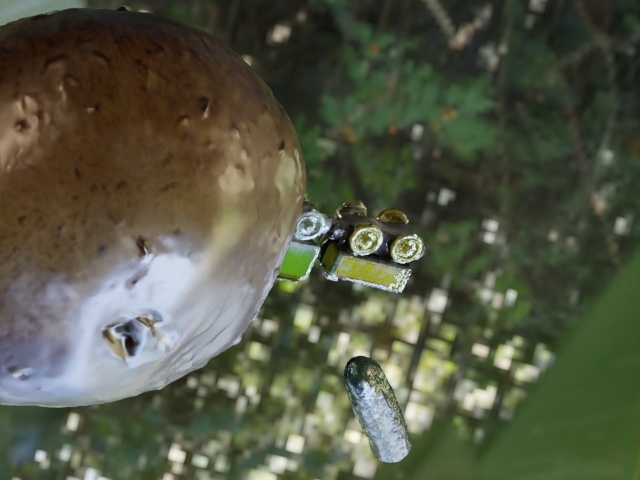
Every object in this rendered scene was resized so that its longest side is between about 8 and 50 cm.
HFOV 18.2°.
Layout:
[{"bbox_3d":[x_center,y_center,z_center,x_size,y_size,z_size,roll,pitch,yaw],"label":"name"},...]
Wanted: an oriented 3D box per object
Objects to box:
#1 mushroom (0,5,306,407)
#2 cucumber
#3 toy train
[{"bbox_3d":[-0.178,-0.031,1.542,0.331,0.334,0.356,-3,-157,-8],"label":"mushroom"},{"bbox_3d":[0.038,0.112,1.353,0.032,0.032,0.133,19,156,21],"label":"cucumber"},{"bbox_3d":[0.000,0.000,1.831,0.202,0.081,0.060,13,-153,-25],"label":"toy train"}]
